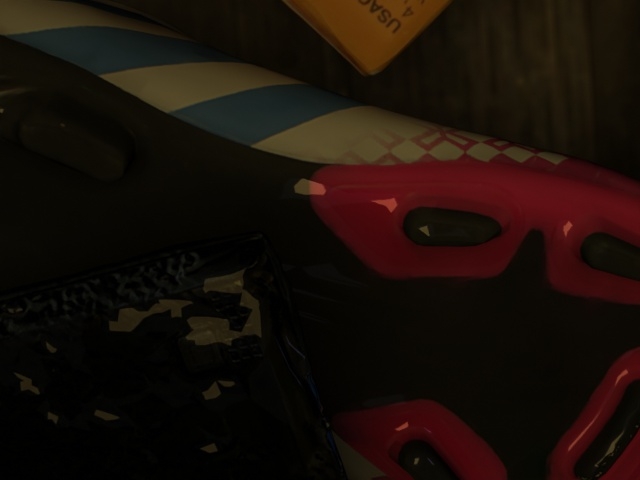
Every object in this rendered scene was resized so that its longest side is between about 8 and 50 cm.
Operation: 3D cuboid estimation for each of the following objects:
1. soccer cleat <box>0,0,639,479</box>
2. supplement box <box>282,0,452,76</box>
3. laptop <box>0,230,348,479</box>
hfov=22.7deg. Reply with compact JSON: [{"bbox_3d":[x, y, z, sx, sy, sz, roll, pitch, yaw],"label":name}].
[{"bbox_3d":[0.000,0.000,0.437,0.331,0.143,0.116,21,108,-19],"label":"soccer cleat"},{"bbox_3d":[0.067,-0.150,0.388,0.080,0.078,0.233,40,115,-3],"label":"supplement box"},{"bbox_3d":[-0.077,0.131,0.430,0.234,0.136,0.264,-15,104,10],"label":"laptop"}]
